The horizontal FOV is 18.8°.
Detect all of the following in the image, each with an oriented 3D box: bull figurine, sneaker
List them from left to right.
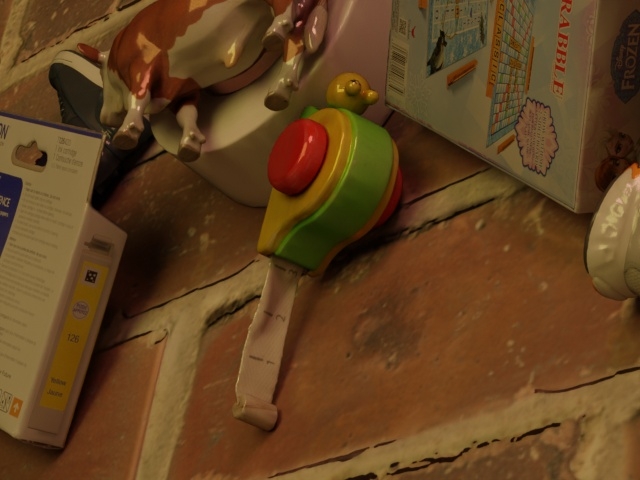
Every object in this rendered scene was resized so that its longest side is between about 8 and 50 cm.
[{"bbox_3d":[-0.279,-0.118,2.139,0.163,0.086,0.226,-53,34,-6],"label":"sneaker"},{"bbox_3d":[-0.114,-0.175,1.804,0.310,0.101,0.188,-34,41,29],"label":"bull figurine"},{"bbox_3d":[0.292,-0.070,1.402,0.121,0.099,0.262,17,87,37],"label":"sneaker"}]

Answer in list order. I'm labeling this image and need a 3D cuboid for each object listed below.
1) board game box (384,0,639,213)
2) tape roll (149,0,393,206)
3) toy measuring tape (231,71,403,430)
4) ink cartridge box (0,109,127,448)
[{"bbox_3d":[0.162,-0.221,1.562,0.318,0.066,0.319,38,129,56],"label":"board game box"},{"bbox_3d":[-0.034,-0.177,1.887,0.286,0.100,0.286,-31,38,29],"label":"tape roll"},{"bbox_3d":[0.000,0.000,1.679,0.121,0.121,0.330,-7,62,47],"label":"toy measuring tape"},{"bbox_3d":[-0.308,0.030,1.989,0.303,0.072,0.307,16,86,56],"label":"ink cartridge box"}]
